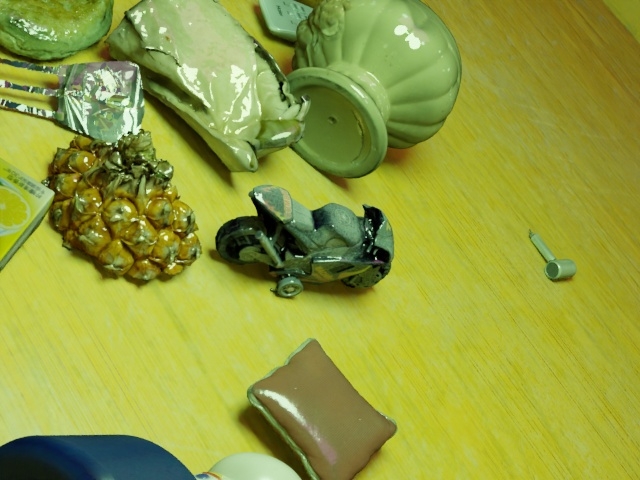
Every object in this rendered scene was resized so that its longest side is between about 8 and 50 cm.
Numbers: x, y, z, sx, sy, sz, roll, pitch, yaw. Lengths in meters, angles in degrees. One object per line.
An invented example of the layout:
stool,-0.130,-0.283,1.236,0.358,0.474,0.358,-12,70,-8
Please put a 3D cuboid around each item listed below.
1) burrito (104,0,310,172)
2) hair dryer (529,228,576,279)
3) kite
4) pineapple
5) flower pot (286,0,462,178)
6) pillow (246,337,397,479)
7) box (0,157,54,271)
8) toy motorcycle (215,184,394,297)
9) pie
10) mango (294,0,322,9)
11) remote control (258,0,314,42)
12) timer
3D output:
burrito,-0.175,-0.250,1.457,0.332,0.135,0.190,48,54,1
hair dryer,0.453,0.025,1.823,0.063,0.038,0.124,-1,49,-43
kite,-0.368,-0.211,1.320,0.245,0.015,0.141,7,76,-30
pineapple,-0.259,-0.051,1.191,0.250,0.164,0.140,42,46,-6
flower pot,0.068,-0.263,1.570,0.307,0.307,0.244,40,53,-3
pillow,-0.001,0.231,1.209,0.179,0.075,0.171,49,39,7
box,-0.469,-0.055,1.060,0.265,0.097,0.168,35,39,-10
toy motorcycle,0.000,0.000,1.347,0.307,0.173,0.108,14,48,-33
pie,-0.452,-0.385,1.405,0.277,0.078,0.277,21,40,-19
mango,-0.011,-0.536,1.859,0.248,0.151,0.156,21,2,-36
remote control,0.001,-0.412,1.825,0.293,0.051,0.103,8,50,-40
timer,-0.142,0.307,0.919,0.383,0.270,0.270,3,52,-56
